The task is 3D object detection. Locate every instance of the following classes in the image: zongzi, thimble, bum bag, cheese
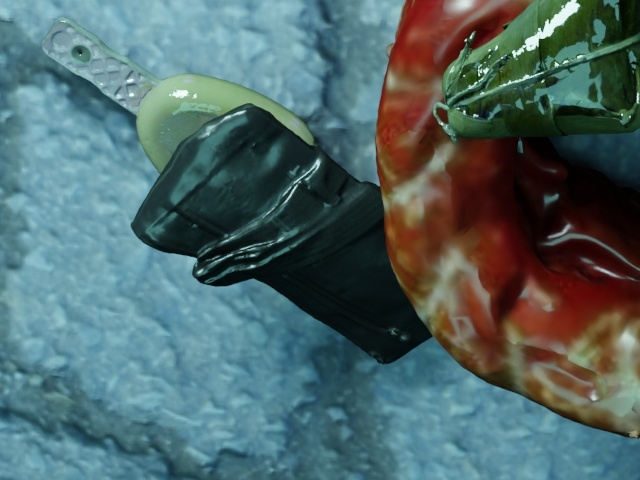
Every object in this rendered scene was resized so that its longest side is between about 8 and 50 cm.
[{"bbox_3d":[0.108,-0.110,0.890,0.109,0.055,0.119,-2,103,9],"label":"zongzi"},{"bbox_3d":[0.197,-0.076,1.048,0.350,0.230,0.350,3,117,6],"label":"thimble"},{"bbox_3d":[0.000,0.000,1.177,0.248,0.060,0.123,28,116,-36],"label":"bum bag"},{"bbox_3d":[-0.099,-0.084,1.182,0.192,0.037,0.097,34,114,-11],"label":"cheese"}]
